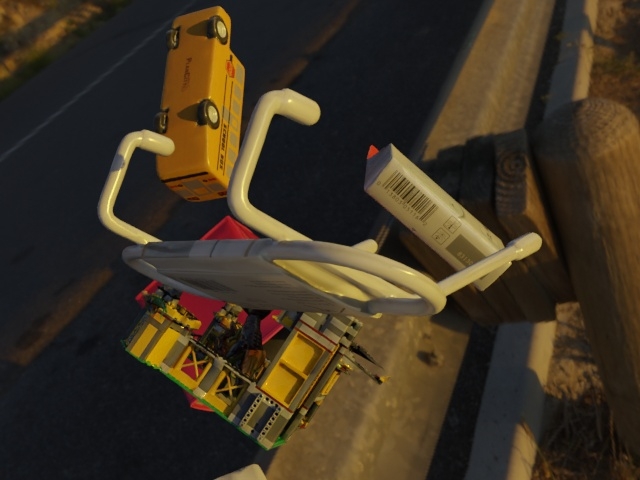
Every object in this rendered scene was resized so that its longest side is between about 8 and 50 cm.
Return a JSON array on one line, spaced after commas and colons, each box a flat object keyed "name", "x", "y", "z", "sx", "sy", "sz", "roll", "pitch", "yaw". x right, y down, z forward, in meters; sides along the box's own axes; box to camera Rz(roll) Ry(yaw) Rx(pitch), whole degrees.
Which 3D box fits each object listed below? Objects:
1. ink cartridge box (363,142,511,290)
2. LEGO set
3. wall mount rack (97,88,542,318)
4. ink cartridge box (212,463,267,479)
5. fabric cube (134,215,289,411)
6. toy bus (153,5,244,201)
[{"name": "ink cartridge box", "x": 0.237, "y": -0.088, "z": 1.464, "sx": 0.091, "sy": 0.308, "sz": 0.385, "roll": -47, "pitch": 9, "yaw": 20}, {"name": "LEGO set", "x": -0.060, "y": 0.106, "z": 0.852, "sx": 0.255, "sy": 0.331, "sz": 0.192, "roll": 32, "pitch": 86, "yaw": 23}, {"name": "wall mount rack", "x": 0.000, "y": 0.000, "z": 0.581, "sx": 0.350, "sy": 0.304, "sz": 0.130, "roll": -1, "pitch": 67, "yaw": 50}, {"name": "ink cartridge box", "x": -0.025, "y": 0.373, "z": 0.367, "sx": 0.166, "sy": 0.285, "sz": 0.395, "roll": -16, "pitch": 41, "yaw": -22}, {"name": "fabric cube", "x": -0.148, "y": 0.158, "z": 1.358, "sx": 0.254, "sy": 0.259, "sz": 0.258, "roll": -42, "pitch": 59, "yaw": 7}, {"name": "toy bus", "x": -0.209, "y": -0.248, "z": 1.244, "sx": 0.108, "sy": 0.130, "sz": 0.332, "roll": -9, "pitch": 65, "yaw": 23}]
